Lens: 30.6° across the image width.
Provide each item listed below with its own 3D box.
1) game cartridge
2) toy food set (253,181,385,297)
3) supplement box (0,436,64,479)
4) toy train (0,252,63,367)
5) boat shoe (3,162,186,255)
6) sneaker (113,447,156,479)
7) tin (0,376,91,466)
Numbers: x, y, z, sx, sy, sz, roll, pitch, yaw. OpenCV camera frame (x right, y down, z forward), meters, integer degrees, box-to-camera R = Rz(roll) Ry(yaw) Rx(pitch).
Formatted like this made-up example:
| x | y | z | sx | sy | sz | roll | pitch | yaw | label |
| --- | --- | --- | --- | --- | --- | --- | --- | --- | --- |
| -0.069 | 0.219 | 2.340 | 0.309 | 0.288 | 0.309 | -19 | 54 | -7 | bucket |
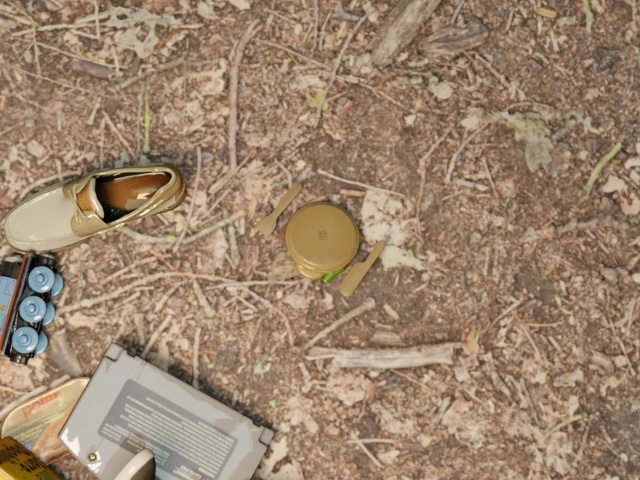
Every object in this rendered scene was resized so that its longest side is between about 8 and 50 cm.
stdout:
| x | y | z | sx | sy | sz | roll | pitch | yaw | label |
| --- | --- | --- | --- | --- | --- | --- | --- | --- | --- |
| -0.246 | 0.314 | 1.826 | 0.297 | 0.062 | 0.198 | 31 | 84 | -9 | game cartridge |
| 0.000 | 0.000 | 1.925 | 0.192 | 0.038 | 0.132 | 36 | 73 | 7 | toy food set |
| -0.519 | 0.492 | 1.709 | 0.195 | 0.194 | 0.356 | 38 | 86 | 1 | supplement box |
| -0.478 | 0.106 | 1.851 | 0.105 | 0.080 | 0.184 | 12 | 81 | 4 | toy train |
| -0.365 | -0.062 | 1.870 | 0.302 | 0.103 | 0.113 | -21 | 83 | -7 | boat shoe |
| -0.260 | 0.446 | 1.725 | 0.147 | 0.104 | 0.296 | 31 | 117 | 17 | sneaker |
| -0.413 | 0.287 | 1.847 | 0.189 | 0.040 | 0.106 | -25 | 88 | -8 | tin |
